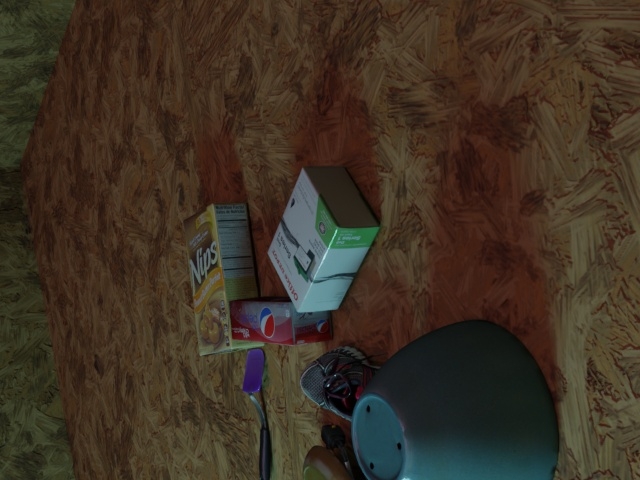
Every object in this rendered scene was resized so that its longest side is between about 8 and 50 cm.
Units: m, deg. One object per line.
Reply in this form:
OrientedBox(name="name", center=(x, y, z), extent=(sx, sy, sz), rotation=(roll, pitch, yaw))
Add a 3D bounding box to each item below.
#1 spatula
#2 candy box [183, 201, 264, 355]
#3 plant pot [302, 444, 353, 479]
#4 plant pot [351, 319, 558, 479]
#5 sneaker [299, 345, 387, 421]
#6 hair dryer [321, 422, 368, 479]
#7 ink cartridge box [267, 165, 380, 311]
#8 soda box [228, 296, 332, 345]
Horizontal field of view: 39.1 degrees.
OrientedBox(name="spatula", center=(-0.130, 0.381, 1.931), extent=(0.084, 0.030, 0.297), rotation=(-19, 77, 56))
OrientedBox(name="candy box", center=(-0.216, 0.088, 1.985), extent=(0.183, 0.087, 0.317), rotation=(-21, 75, 58))
OrientedBox(name="plant pot", center=(0.028, 0.480, 1.601), extent=(0.236, 0.032, 0.236), rotation=(48, 149, 41))
OrientedBox(name="plant pot", center=(0.160, 0.265, 1.272), extent=(0.290, 0.195, 0.290), rotation=(9, 101, 58))
OrientedBox(name="sneaker", center=(0.043, 0.248, 1.547), extent=(0.299, 0.112, 0.121), rotation=(-7, 87, 60))
OrientedBox(name="hair dryer", center=(0.111, 0.428, 1.520), extent=(0.293, 0.080, 0.224), rotation=(4, 113, 64))
OrientedBox(name="ink cartridge box", center=(0.000, 0.000, 1.608), extent=(0.160, 0.092, 0.219), rotation=(60, 140, 37))
OrientedBox(name="soda box", center=(-0.084, 0.155, 1.767), extent=(0.263, 0.092, 0.084), rotation=(-6, 89, 59))
